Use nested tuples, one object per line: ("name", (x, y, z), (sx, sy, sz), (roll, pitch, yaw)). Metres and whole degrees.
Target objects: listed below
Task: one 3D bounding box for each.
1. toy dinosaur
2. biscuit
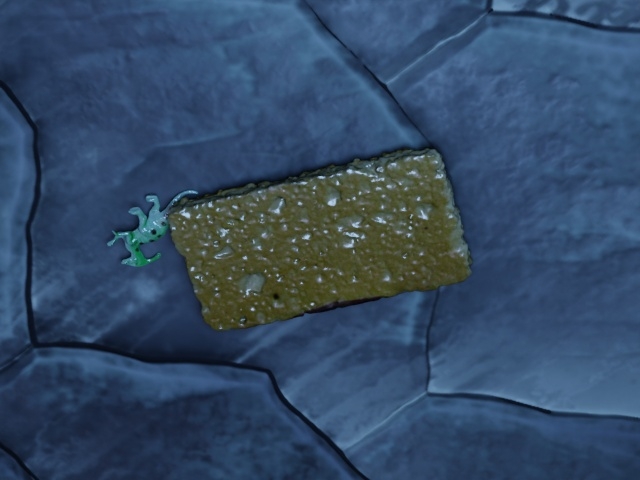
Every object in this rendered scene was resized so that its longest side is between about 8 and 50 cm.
("toy dinosaur", (-0.135, -0.007, 1.545), (0.083, 0.021, 0.062), (-12, 127, 2))
("biscuit", (0.000, 0.000, 1.527), (0.230, 0.025, 0.131), (-11, 120, 11))
